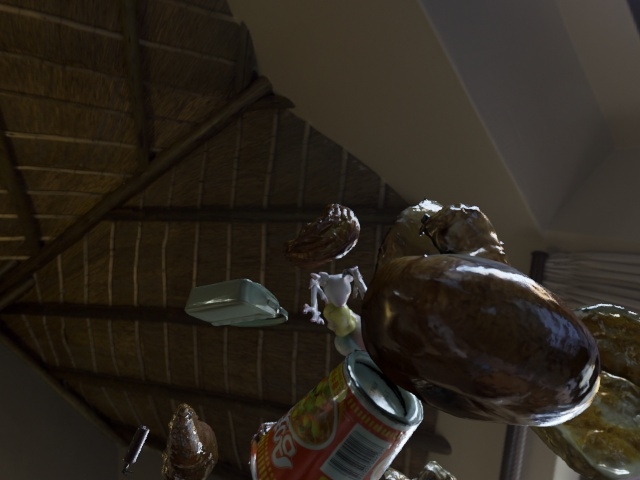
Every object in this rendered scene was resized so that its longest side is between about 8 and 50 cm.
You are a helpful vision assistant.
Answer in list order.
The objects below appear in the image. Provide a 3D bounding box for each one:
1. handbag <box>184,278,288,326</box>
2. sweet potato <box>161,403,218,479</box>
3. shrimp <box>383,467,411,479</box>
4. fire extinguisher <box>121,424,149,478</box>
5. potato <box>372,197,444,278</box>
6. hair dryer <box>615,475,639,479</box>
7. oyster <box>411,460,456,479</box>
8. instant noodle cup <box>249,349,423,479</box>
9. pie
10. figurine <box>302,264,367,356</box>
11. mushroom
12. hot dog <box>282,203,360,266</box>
[{"bbox_3d":[-0.221,0.187,1.209,0.219,0.256,0.079,42,-134,-44],"label":"handbag"},{"bbox_3d":[-0.144,0.232,0.496,0.068,0.068,0.226,-1,-43,-24],"label":"sweet potato"},{"bbox_3d":[0.191,0.531,0.892,0.041,0.180,0.099,-48,-53,-3],"label":"shrimp"},{"bbox_3d":[-0.388,0.431,0.908,0.032,0.046,0.100,36,-108,-43],"label":"fire extinguisher"},{"bbox_3d":[0.203,0.081,0.771,0.239,0.116,0.298,-20,-57,-41],"label":"potato"},{"bbox_3d":[0.340,0.257,0.402,0.107,0.344,0.189,8,-128,-32],"label":"hair dryer"},{"bbox_3d":[0.266,0.657,1.090,0.275,0.271,0.100,51,-138,-8],"label":"oyster"},{"bbox_3d":[0.029,0.275,0.632,0.193,0.193,0.212,27,-70,-25],"label":"instant noodle cup"},{"bbox_3d":[0.488,0.252,0.741,0.339,0.339,0.077,-30,-40,-18],"label":"pie"},{"bbox_3d":[0.082,0.200,1.288,0.207,0.284,0.315,-25,-65,3],"label":"figurine"},{"bbox_3d":[0.173,0.092,0.489,0.267,0.267,0.254,24,-85,-25],"label":"mushroom"},{"bbox_3d":[0.000,0.000,1.139,0.196,0.272,0.122,-39,-87,-12],"label":"hot dog"}]
